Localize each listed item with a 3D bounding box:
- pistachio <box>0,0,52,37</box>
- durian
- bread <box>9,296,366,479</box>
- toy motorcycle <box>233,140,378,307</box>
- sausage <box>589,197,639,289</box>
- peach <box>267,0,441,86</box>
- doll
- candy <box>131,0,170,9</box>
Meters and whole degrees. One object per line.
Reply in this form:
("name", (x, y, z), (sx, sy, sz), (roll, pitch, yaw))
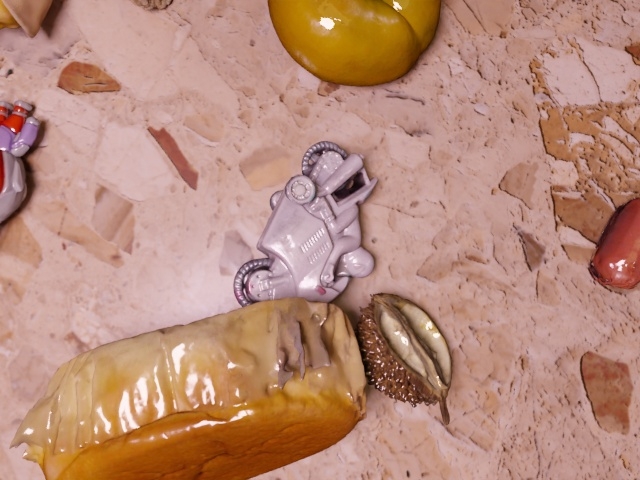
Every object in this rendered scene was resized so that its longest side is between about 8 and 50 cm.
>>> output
("pistachio", (-0.461, -0.424, 0.697), (0.187, 0.187, 0.299), (-9, 88, -2))
("durian", (0.104, 0.160, 0.673), (0.091, 0.148, 0.188), (-45, 72, 29))
("bread", (-0.133, 0.202, 0.619), (0.388, 0.236, 0.183), (-17, 66, 7))
("toy motorcycle", (0.000, 0.000, 0.704), (0.170, 0.110, 0.260), (31, 76, -14))
("sausage", (0.433, 0.005, 0.718), (0.076, 0.076, 0.141), (30, 83, 2))
("peach", (0.051, -0.340, 0.720), (0.251, 0.153, 0.251), (-1, 96, -11))
("doll", (-0.454, -0.091, 0.713), (0.102, 0.075, 0.228), (-1, 73, 13))
("candy", (-0.268, -0.396, 0.749), (0.110, 0.085, 0.095), (28, 93, -2))
